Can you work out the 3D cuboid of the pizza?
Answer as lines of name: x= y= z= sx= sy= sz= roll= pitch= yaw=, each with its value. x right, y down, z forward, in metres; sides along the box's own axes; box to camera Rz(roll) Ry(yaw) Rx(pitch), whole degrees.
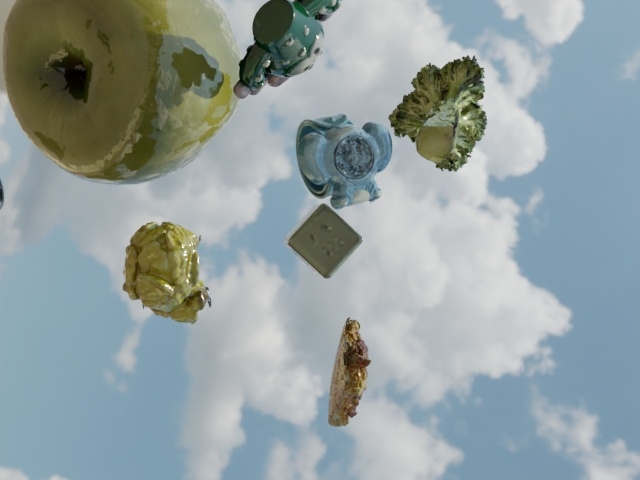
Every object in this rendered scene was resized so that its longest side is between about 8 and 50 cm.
pizza: x=0.081 y=0.344 z=2.326 sx=0.229 sy=0.081 sz=0.289 roll=175 pitch=-75 yaw=-84

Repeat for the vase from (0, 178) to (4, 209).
vase: x=-0.700 y=-0.084 z=1.737 sx=0.120 sy=0.183 sz=0.120 roll=173 pitch=-90 yaw=-86

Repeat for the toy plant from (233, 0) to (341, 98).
toy plant: x=-0.056 y=-0.358 z=1.633 sx=0.112 sy=0.243 sz=0.232 roll=42 pitch=-56 yaw=9

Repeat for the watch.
watch: x=0.027 y=-0.166 z=1.918 sx=0.193 sy=0.211 sz=0.211 roll=12 pitch=-94 yaw=64

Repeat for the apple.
apple: x=-0.378 y=-0.333 z=1.805 sx=0.474 sy=0.474 sz=0.473 roll=-33 pitch=-131 yaw=48

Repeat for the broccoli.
broccoli: x=0.266 y=-0.247 z=2.073 sx=0.252 sy=0.221 sz=0.361 roll=-54 pitch=-176 yaw=42

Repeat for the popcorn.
popcorn: x=-0.290 y=0.059 z=1.724 sx=0.174 sy=0.195 sz=0.168 roll=-18 pitch=-121 yaw=4

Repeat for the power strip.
power strip: x=0.000 y=0.000 z=2.288 sx=0.139 sy=0.140 sz=0.224 roll=-49 pitch=-175 yaw=-4
